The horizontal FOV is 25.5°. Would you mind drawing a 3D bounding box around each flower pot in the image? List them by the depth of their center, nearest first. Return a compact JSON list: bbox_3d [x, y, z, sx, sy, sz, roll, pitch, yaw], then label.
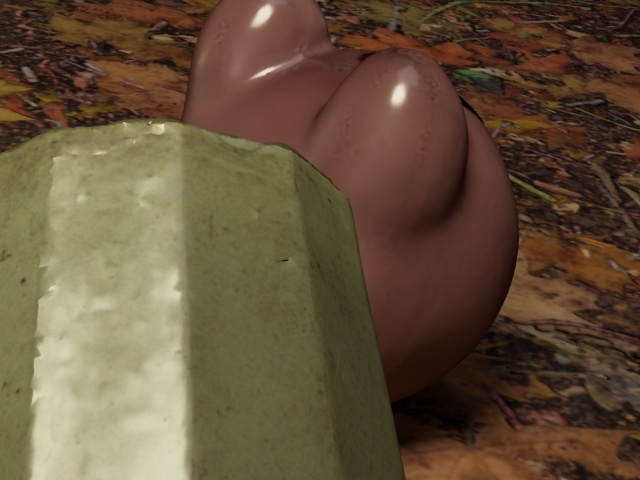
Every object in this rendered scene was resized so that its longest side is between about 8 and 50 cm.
[{"bbox_3d":[-0.058,0.088,0.431,0.212,0.212,0.203,3,58,-17],"label":"flower pot"}]

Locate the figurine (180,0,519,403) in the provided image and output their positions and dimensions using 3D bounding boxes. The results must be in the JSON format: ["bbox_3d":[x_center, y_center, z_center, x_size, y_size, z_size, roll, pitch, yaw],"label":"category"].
[{"bbox_3d":[-0.001,0.008,0.844,0.211,0.261,0.269,27,6,-45],"label":"figurine"}]
